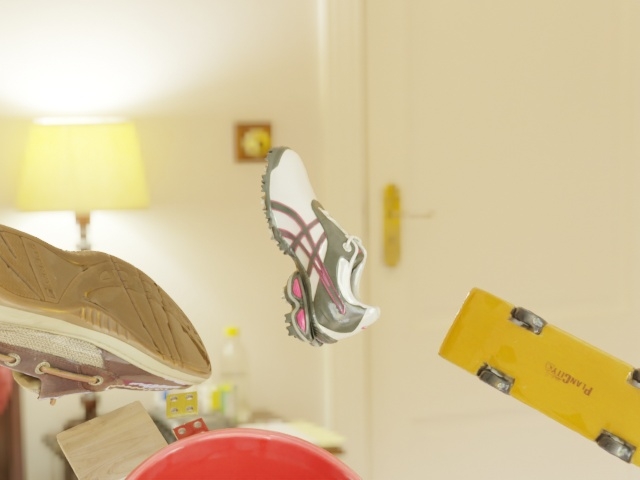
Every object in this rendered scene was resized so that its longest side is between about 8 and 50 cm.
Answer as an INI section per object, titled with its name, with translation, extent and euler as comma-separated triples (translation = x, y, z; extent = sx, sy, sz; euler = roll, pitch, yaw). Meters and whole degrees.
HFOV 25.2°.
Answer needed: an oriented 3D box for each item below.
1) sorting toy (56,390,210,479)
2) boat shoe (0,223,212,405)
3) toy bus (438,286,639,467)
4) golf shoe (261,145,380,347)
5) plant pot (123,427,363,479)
[sorting toy]
translation = -0.285, 0.306, 2.063
extent = 0.274, 0.046, 0.132
euler = -22, 42, -19
[boat shoe]
translation = -0.241, 0.085, 1.323
extent = 0.123, 0.123, 0.342
euler = -38, -32, 19
[toy bus]
translation = 0.308, 0.176, 1.793
extent = 0.332, 0.108, 0.130
euler = 28, -3, 34
[golf shoe]
translation = 0.000, 0.000, 1.882
extent = 0.120, 0.273, 0.105
euler = -16, -9, 19
[plant pot]
translation = -0.076, 0.353, 1.322
extent = 0.275, 0.243, 0.275
euler = 6, 43, -5
